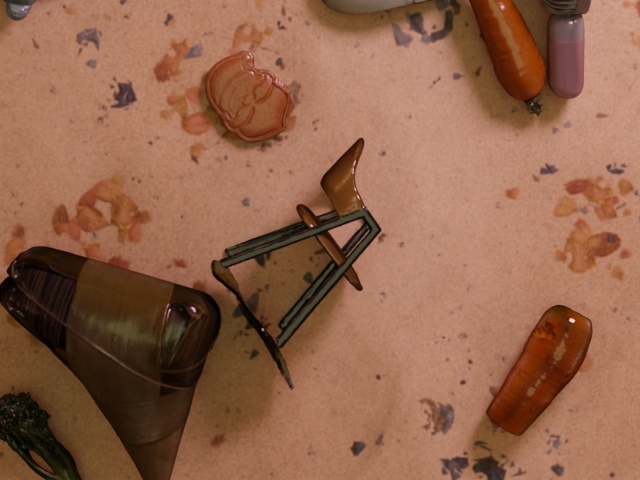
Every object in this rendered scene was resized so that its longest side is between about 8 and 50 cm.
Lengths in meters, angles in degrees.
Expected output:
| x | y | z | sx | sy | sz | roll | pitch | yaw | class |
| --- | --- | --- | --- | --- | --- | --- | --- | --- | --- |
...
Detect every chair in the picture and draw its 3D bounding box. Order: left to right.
| x | y | z | sx | sy | sz | roll | pitch | yaw | class |
| --- | --- | --- | --- | --- | --- | --- | --- | --- | --- |
| 0.000 | 0.000 | 1.722 | 0.247 | 0.159 | 0.172 | -33 | 94 | 2 | chair |

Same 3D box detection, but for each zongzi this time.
| x | y | z | sx | sy | sz | roll | pitch | yaw | class |
| --- | --- | --- | --- | --- | --- | --- | --- | --- | --- |
| -0.310 | 0.185 | 1.740 | 0.289 | 0.154 | 0.317 | 16 | 101 | 4 | zongzi |

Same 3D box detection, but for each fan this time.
| x | y | z | sx | sy | sz | roll | pitch | yaw | class |
| --- | --- | --- | --- | --- | --- | --- | --- | --- | --- |
| 0.335 | -0.314 | 1.731 | 0.074 | 0.130 | 0.244 | -4 | 110 | 2 | fan |

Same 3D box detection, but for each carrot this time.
| x | y | z | sx | sy | sz | roll | pitch | yaw | class |
| --- | --- | --- | --- | --- | --- | --- | --- | --- | --- |
| 0.232 | -0.319 | 1.728 | 0.069 | 0.069 | 0.336 | -27 | 105 | 0 | carrot |
| 0.312 | 0.184 | 1.793 | 0.087 | 0.087 | 0.193 | 28 | 93 | -5 | carrot |

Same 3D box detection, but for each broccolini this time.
| x | y | z | sx | sy | sz | roll | pitch | yaw | class |
| --- | --- | --- | --- | --- | --- | --- | --- | --- | --- |
| -0.387 | 0.294 | 1.798 | 0.091 | 0.068 | 0.202 | -30 | 112 | 13 | broccolini |

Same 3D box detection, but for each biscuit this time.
| x | y | z | sx | sy | sz | roll | pitch | yaw | class |
| --- | --- | --- | --- | --- | --- | --- | --- | --- | --- |
| -0.100 | -0.196 | 1.766 | 0.102 | 0.019 | 0.130 | -40 | 97 | 3 | biscuit |

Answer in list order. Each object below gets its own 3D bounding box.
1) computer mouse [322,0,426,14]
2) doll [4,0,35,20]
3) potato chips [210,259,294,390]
| x | y | z | sx | sy | sz | roll | pitch | yaw | class |
| --- | --- | --- | --- | --- | --- | --- | --- | --- | --- |
| 0.105 | -0.371 | 1.732 | 0.229 | 0.068 | 0.113 | -17 | 98 | -1 | computer mouse |
| -0.369 | -0.381 | 1.706 | 0.180 | 0.075 | 0.120 | -28 | 100 | 1 | doll |
| -0.087 | 0.117 | 1.743 | 0.026 | 0.142 | 0.209 | -33 | 121 | -6 | potato chips |
